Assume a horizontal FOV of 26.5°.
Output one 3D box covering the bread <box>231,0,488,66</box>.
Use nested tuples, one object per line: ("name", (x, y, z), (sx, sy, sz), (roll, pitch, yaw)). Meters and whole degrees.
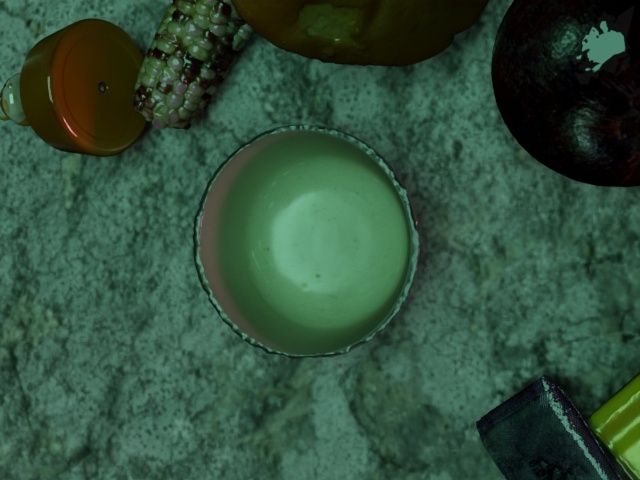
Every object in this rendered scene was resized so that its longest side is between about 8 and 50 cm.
("bread", (0.029, -0.282, 1.173), (0.269, 0.148, 0.270), (-5, 109, -15))

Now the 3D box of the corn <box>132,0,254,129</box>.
("corn", (-0.091, -0.234, 1.292), (0.092, 0.092, 0.281), (34, 104, 14))

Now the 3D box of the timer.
("timer", (-0.263, -0.143, 1.341), (0.152, 0.132, 0.132), (-2, 90, 40))

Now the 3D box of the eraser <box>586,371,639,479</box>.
("eraser", (0.359, 0.145, 1.162), (0.226, 0.069, 0.158), (-44, 81, 13))

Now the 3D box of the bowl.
("bowl", (0.000, 0.000, 1.249), (0.211, 0.112, 0.212), (1, 92, 18))

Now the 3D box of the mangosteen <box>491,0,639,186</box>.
("mangosteen", (0.243, -0.154, 1.136), (0.216, 0.216, 0.216), (0, 91, 17))

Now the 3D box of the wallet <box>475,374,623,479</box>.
("wallet", (0.216, 0.206, 1.202), (0.166, 0.030, 0.111), (56, 139, 9))
